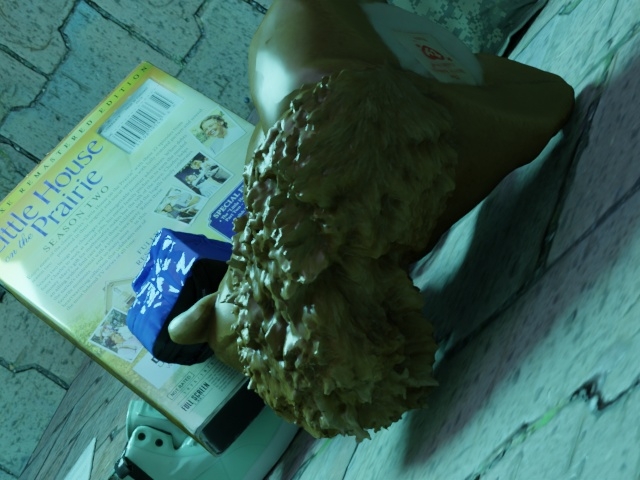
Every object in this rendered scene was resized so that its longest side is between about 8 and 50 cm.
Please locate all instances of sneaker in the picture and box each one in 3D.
[{"bbox_3d":[-0.112,0.181,1.773,0.256,0.151,0.094,-55,8,5],"label":"sneaker"}]

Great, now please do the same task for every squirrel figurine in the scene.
[{"bbox_3d":[0.000,0.000,1.484,0.370,0.281,0.397,-59,5,28],"label":"squirrel figurine"}]

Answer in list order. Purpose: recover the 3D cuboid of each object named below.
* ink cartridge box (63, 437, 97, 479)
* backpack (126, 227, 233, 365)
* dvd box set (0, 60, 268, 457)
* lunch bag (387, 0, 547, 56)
[{"bbox_3d":[-0.286,0.383,1.742,0.296,0.066,0.261,-53,16,24],"label":"ink cartridge box"},{"bbox_3d":[-0.130,0.055,1.682,0.101,0.098,0.120,38,109,45],"label":"backpack"},{"bbox_3d":[-0.151,0.005,1.837,0.307,0.420,0.062,-47,-38,-14],"label":"dvd box set"},{"bbox_3d":[0.098,-0.322,1.974,0.169,0.287,0.235,-54,10,13],"label":"lunch bag"}]
